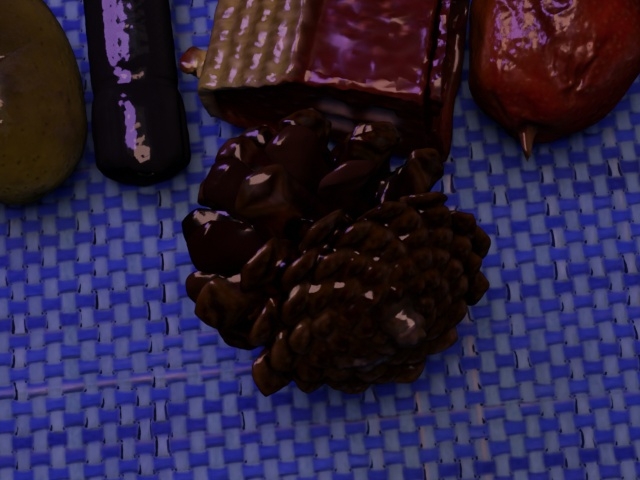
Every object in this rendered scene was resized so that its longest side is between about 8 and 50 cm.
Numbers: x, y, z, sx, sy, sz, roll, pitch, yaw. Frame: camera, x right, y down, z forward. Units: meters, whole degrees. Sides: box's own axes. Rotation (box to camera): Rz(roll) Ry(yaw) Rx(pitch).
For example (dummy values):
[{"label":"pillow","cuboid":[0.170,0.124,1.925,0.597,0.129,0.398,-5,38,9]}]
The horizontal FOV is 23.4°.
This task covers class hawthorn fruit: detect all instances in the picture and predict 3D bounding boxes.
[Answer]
[{"label":"hawthorn fruit","cuboid":[0.210,-0.184,1.403,0.179,0.173,0.173,-39,75,-11]}]

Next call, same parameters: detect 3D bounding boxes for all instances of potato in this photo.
[{"label":"potato","cuboid":[-0.308,-0.148,1.418,0.169,0.143,0.248,-26,82,-11]}]

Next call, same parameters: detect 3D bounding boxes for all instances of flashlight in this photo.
[{"label":"flashlight","cuboid":[-0.190,-0.253,1.467,0.103,0.103,0.424,-7,73,-1]}]

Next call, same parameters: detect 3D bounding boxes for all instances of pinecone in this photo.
[{"label":"pinecone","cuboid":[-0.001,0.007,1.311,0.264,0.264,0.264,0,72,2]}]

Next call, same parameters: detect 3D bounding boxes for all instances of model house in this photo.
[{"label":"model house","cuboid":[0.006,-0.197,1.412,0.254,0.160,0.196,8,73,6]}]
